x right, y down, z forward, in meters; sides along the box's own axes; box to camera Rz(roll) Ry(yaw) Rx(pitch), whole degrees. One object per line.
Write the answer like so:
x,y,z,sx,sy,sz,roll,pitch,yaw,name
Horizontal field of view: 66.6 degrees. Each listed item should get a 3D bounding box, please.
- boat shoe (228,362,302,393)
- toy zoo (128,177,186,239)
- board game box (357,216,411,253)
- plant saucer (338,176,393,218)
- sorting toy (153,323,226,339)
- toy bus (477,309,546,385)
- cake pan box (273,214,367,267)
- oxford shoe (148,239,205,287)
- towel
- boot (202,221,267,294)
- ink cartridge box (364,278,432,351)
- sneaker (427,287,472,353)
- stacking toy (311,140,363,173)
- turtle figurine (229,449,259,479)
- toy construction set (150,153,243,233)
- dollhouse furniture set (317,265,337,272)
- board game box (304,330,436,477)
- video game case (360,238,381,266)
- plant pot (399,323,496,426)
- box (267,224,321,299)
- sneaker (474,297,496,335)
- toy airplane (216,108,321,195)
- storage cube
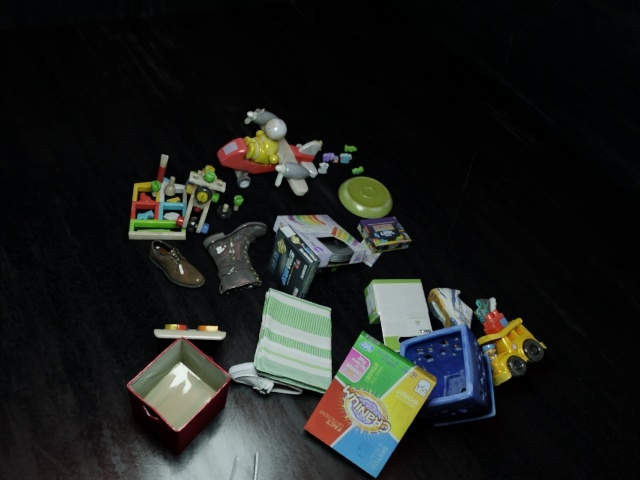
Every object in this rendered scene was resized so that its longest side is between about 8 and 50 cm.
-0.156,0.411,1.432,0.227,0.083,0.075,5,49,-13,boat shoe
-0.591,-0.125,1.794,0.193,0.030,0.293,0,51,-15,toy zoo
0.252,-0.024,1.924,0.171,0.048,0.141,-8,52,-27,board game box
0.197,-0.194,2.070,0.241,0.037,0.240,7,49,-9,plant saucer
-0.376,0.266,1.424,0.193,0.208,0.038,5,80,-12,sorting toy
0.602,0.349,1.627,0.220,0.149,0.211,-26,77,-30,toy bus
0.000,0.000,1.751,0.246,0.070,0.267,-5,36,-39,cake pan box
-0.480,0.078,1.613,0.227,0.096,0.082,31,48,9,oxford shoe
-0.074,0.304,1.522,0.248,0.038,0.324,21,37,-15,towel
-0.266,0.066,1.702,0.263,0.091,0.228,-21,65,-25,boot
0.268,0.266,1.669,0.189,0.097,0.255,1,62,-16,ink cartridge box
0.492,0.285,1.703,0.131,0.111,0.296,-4,53,-19,sneaker
0.076,-0.372,2.175,0.222,0.052,0.166,0,51,-17,stacking toy
-0.190,0.662,1.141,0.275,0.197,0.266,-27,66,-28,turtle figurine
-0.447,-0.204,1.726,0.309,0.237,0.257,32,44,2,toy construction set
-0.020,0.079,1.754,0.152,0.076,0.058,3,50,-15,dollhouse furniture set
0.137,0.452,1.357,0.242,0.316,0.064,31,6,11,board game box
0.188,0.041,1.887,0.087,0.011,0.122,32,50,11,video game case
0.389,0.420,1.462,0.212,0.236,0.235,42,39,-31,plant pot
-0.095,0.080,1.637,0.051,0.220,0.175,-26,63,-35,box
0.601,0.280,1.782,0.076,0.064,0.166,6,44,11,sneaker
-0.168,-0.370,1.958,0.387,0.272,0.384,25,48,6,toy airplane
-0.372,0.413,1.298,0.184,0.193,0.215,35,50,14,storage cube
